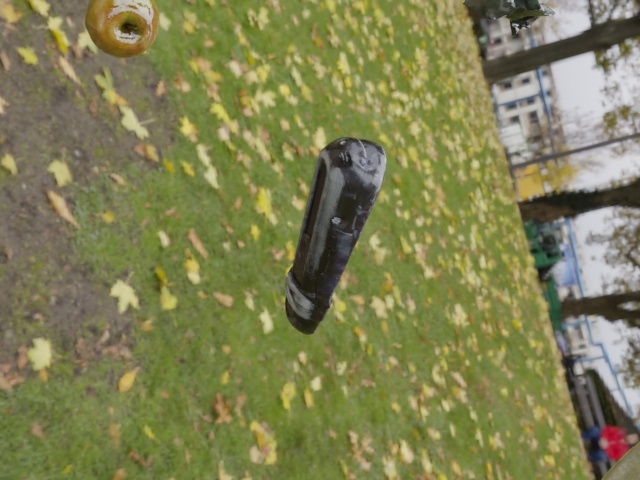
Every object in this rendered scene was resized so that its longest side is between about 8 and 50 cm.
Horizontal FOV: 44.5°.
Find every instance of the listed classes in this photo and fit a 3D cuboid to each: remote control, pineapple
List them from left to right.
[{"bbox_3d":[0.000,0.000,0.906,0.090,0.066,0.266,-103,-152,-54],"label":"remote control"},{"bbox_3d":[0.231,-0.369,0.941,0.119,0.111,0.237,-4,-88,65],"label":"pineapple"}]

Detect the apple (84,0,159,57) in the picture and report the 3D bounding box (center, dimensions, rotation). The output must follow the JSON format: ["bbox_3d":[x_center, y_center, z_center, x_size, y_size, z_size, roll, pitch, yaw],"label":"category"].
[{"bbox_3d":[-0.238,-0.264,0.934,0.074,0.089,0.089,43,-7,31],"label":"apple"}]

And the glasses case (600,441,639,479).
[{"bbox_3d":[0.277,0.263,0.330,0.098,0.156,0.425,49,10,-49],"label":"glasses case"}]
